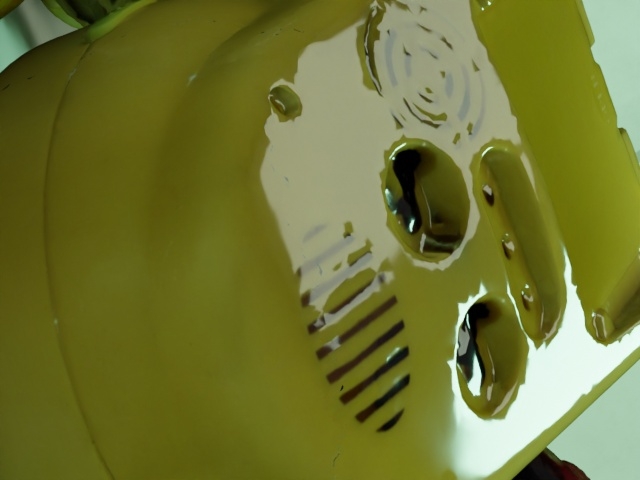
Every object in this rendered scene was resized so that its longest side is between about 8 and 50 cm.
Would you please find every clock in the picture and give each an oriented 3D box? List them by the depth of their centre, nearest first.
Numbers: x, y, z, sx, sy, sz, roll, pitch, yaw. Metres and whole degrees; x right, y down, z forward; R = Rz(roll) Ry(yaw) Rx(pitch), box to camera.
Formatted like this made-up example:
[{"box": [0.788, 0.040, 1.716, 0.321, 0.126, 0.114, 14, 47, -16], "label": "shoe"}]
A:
[{"box": [0.000, 0.000, 0.733, 0.317, 0.200, 0.244, -39, 108, -54], "label": "clock"}]

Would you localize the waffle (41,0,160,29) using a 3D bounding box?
[{"box": [-0.122, -0.255, 0.953, 0.379, 0.095, 0.382, 37, -37, 50], "label": "waffle"}]

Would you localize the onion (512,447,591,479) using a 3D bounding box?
[{"box": [0.088, 0.199, 1.125, 0.246, 0.190, 0.246, 51, -10, 13], "label": "onion"}]

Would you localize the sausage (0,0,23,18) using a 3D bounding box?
[{"box": [-0.153, -0.161, 0.747, 0.347, 0.123, 0.123, -102, 166, -68], "label": "sausage"}]
